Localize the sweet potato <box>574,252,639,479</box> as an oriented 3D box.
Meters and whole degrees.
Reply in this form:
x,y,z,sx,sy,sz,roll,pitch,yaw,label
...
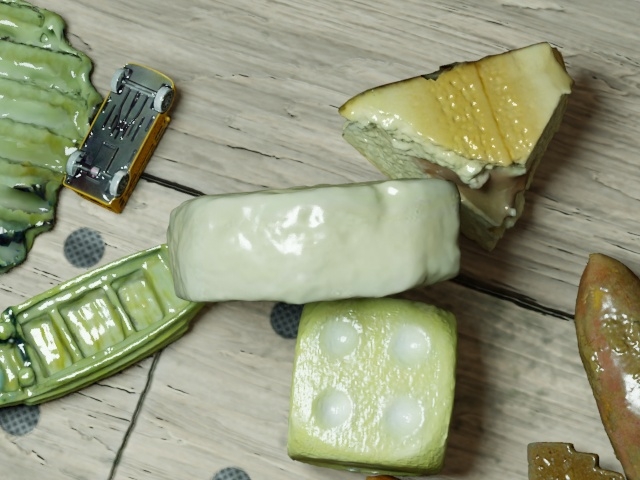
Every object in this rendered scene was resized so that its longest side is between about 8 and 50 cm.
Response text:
x,y,z,sx,sy,sz,roll,pitch,yaw,label
0.345,0.196,1.487,0.109,0.109,0.385,-9,77,-2,sweet potato

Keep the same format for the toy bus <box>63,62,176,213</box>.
x,y,z,sx,sy,sz,roll,pitch,yaw,label
-0.222,-0.116,1.581,0.069,0.074,0.162,24,80,14,toy bus

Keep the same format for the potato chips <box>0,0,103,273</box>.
x,y,z,sx,sy,sz,roll,pitch,yaw,label
-0.468,-0.149,1.573,0.429,0.070,0.359,11,69,-10,potato chips

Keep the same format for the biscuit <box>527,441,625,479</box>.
x,y,z,sx,sy,sz,roll,pitch,yaw,label
0.267,0.263,1.487,0.130,0.019,0.119,52,121,27,biscuit

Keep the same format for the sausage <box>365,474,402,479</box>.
x,y,z,sx,sy,sz,roll,pitch,yaw,label
0.145,0.364,1.457,0.089,0.083,0.300,-43,82,-3,sausage

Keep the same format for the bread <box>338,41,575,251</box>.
x,y,z,sx,sy,sz,roll,pitch,yaw,label
0.162,-0.146,1.530,0.224,0.183,0.211,32,77,5,bread

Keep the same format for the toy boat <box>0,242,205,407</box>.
x,y,z,sx,sy,sz,roll,pitch,yaw,label
-0.262,0.101,1.528,0.276,0.084,0.111,-26,75,-9,toy boat

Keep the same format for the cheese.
x,y,z,sx,sy,sz,roll,pitch,yaw,label
0.000,0.000,1.421,0.326,0.318,0.115,-2,93,33,cheese

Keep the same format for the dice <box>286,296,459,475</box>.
x,y,z,sx,sy,sz,roll,pitch,yaw,label
0.054,0.154,1.463,0.166,0.169,0.169,7,77,1,dice
